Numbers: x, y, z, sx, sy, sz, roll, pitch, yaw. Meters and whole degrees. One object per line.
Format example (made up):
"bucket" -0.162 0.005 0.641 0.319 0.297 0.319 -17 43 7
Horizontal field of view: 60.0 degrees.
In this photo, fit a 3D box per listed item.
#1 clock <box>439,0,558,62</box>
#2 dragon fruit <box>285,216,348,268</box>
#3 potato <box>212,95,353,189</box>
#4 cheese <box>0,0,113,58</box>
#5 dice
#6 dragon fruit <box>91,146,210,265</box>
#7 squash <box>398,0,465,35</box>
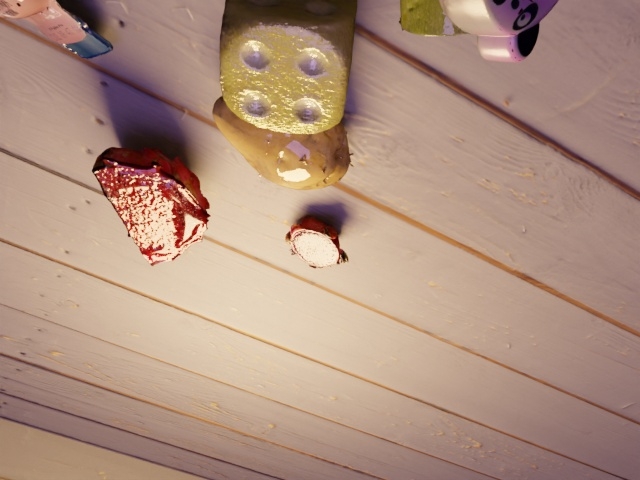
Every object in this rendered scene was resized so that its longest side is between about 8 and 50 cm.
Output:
"clock" 0.211 -0.339 0.589 0.090 0.247 0.228 24 -178 43
"dragon fruit" -0.005 -0.003 1.119 0.126 0.068 0.112 -5 125 31
"potato" -0.056 -0.167 0.907 0.161 0.128 0.235 -32 119 29
"cheese" -0.431 -0.350 0.779 0.189 0.074 0.286 3 160 40
"dice" -0.041 -0.264 0.772 0.170 0.169 0.166 8 136 0
"dragon fruit" -0.307 -0.088 1.020 0.163 0.189 0.261 -32 140 -13
"squash" 0.152 -0.406 0.659 0.137 0.137 0.287 -2 122 10
